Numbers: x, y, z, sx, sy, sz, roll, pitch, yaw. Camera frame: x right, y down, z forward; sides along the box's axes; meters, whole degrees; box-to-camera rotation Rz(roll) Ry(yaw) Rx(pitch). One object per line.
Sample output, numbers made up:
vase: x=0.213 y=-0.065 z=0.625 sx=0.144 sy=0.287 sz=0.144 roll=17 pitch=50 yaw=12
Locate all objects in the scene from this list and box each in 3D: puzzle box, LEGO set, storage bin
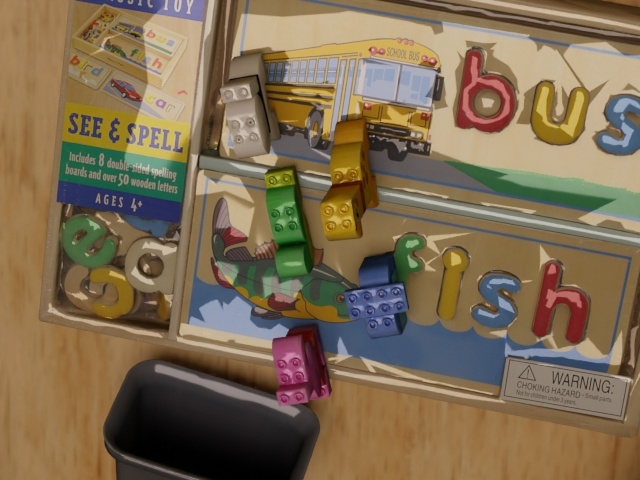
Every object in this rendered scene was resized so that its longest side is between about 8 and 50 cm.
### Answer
puzzle box: x=0.030 y=-0.042 z=1.204 sx=0.408 sy=0.052 sz=0.272 roll=10 pitch=108 yaw=7
LEGO set: x=0.000 y=0.000 z=1.144 sx=0.087 sy=0.093 sz=0.227 roll=-9 pitch=105 yaw=12
storage bin: x=-0.076 y=0.148 z=1.267 sx=0.135 sy=0.098 sz=0.091 roll=17 pitch=136 yaw=4
